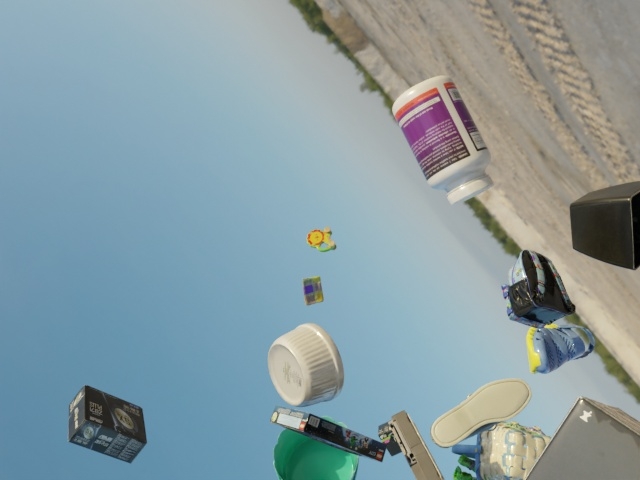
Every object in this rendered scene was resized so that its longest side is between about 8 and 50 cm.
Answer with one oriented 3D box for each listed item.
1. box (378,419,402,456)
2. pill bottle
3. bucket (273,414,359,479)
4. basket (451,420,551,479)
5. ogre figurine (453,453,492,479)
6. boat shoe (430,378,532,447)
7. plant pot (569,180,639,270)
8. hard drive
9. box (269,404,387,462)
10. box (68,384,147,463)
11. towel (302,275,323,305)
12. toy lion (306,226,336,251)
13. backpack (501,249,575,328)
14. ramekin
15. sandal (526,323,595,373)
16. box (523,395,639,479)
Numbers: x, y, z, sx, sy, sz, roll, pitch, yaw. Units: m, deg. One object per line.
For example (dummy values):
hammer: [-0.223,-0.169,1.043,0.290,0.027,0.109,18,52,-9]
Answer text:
box: [0.218,0.588,1.828,0.083,0.062,0.052,59,-166,-12]
pill bottle: [0.336,-0.264,1.646,0.322,0.182,0.181,65,-164,6]
bucket: [-0.009,0.732,2.012,0.183,0.281,0.281,83,161,-52]
basket: [0.557,0.636,1.785,0.255,0.289,0.201,18,-116,-14]
ogre figurine: [0.465,0.749,1.871,0.097,0.118,0.197,140,132,-78]
boat shoe: [0.369,0.401,1.419,0.095,0.255,0.079,56,172,19]
plant pot: [0.748,-0.046,1.572,0.188,0.167,0.187,-25,-70,-41]
hard drive: [0.286,0.614,1.572,0.339,0.064,0.237,61,180,-40]
box: [0.018,0.453,1.439,0.233,0.044,0.159,30,158,-25]
box: [-0.552,0.475,1.588,0.180,0.077,0.147,34,-172,-29]
towel: [-0.022,0.152,1.848,0.009,0.060,0.083,-159,60,-71]
toy lion: [0.000,0.000,2.195,0.034,0.096,0.100,62,-172,-58]
backpack: [0.538,0.117,1.549,0.158,0.117,0.173,15,-128,-29]
ramekin: [-0.045,0.324,1.565,0.109,0.207,0.207,-14,-122,-36]
sandal: [0.663,0.290,1.695,0.317,0.138,0.126,-11,-86,-53]
box: [0.519,0.408,0.953,0.296,0.182,0.294,35,-176,39]
